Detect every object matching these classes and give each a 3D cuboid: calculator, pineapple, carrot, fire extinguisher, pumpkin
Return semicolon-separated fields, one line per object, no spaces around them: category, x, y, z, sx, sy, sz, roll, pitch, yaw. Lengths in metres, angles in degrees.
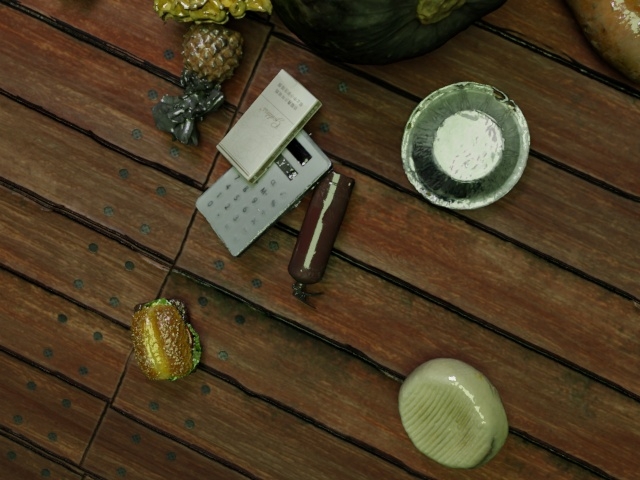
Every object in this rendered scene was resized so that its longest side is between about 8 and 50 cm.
calculator;-0.107;-0.106;1.165;0.261;0.021;0.161;-44;64;9
pineapple;-0.229;-0.289;1.151;0.111;0.119;0.237;13;107;-40
carrot;0.497;-0.396;1.048;0.138;0.139;0.302;-41;84;9
fire extinguisher;0.000;0.000;1.177;0.089;0.072;0.268;13;100;-33
pumpkin;0.109;-0.474;0.921;0.454;0.454;0.344;-28;75;9

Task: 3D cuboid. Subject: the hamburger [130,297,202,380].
hamburger;-0.308;0.197;1.220;0.137;0.087;0.166;-10;96;7

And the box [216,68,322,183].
box;-0.099;-0.214;1.157;0.198;0.029;0.109;-48;64;8

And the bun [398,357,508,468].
bun;0.254;0.316;1.164;0.222;0.127;0.222;14;120;26

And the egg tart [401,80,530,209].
egg tart;0.261;-0.168;1.114;0.234;0.094;0.234;1;99;7

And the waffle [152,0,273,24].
waffle;-0.180;-0.482;1.097;0.245;0.052;0.254;2;64;7
